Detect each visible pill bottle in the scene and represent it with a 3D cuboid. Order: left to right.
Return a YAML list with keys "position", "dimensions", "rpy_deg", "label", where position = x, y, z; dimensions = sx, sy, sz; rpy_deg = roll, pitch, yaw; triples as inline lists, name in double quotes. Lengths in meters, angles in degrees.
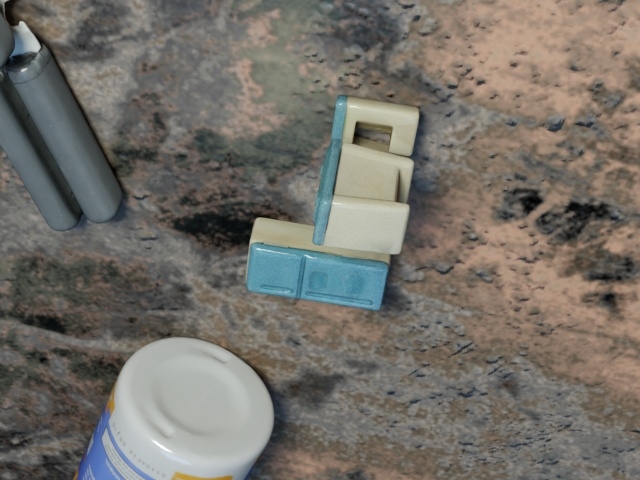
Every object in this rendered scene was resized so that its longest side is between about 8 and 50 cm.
- position: [-0.159, 0.233, 1.251]
  dimensions: [0.152, 0.152, 0.272]
  rpy_deg: [22, 129, -9]
  label: "pill bottle"

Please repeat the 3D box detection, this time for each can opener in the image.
- position: [-0.248, -0.111, 1.018]
  dimensions: [0.076, 0.095, 0.283]
  rpy_deg: [-11, 126, 18]
  label: "can opener"

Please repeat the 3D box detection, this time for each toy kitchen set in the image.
- position: [0.000, 0.000, 1.026]
  dimensions: [0.122, 0.166, 0.207]
  rpy_deg: [9, 129, 1]
  label: "toy kitchen set"
